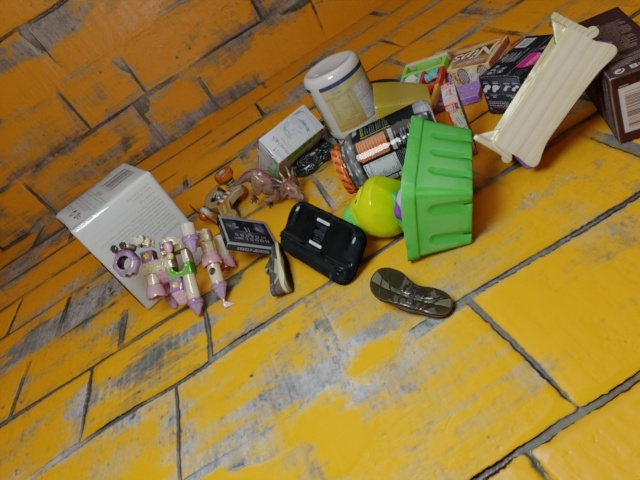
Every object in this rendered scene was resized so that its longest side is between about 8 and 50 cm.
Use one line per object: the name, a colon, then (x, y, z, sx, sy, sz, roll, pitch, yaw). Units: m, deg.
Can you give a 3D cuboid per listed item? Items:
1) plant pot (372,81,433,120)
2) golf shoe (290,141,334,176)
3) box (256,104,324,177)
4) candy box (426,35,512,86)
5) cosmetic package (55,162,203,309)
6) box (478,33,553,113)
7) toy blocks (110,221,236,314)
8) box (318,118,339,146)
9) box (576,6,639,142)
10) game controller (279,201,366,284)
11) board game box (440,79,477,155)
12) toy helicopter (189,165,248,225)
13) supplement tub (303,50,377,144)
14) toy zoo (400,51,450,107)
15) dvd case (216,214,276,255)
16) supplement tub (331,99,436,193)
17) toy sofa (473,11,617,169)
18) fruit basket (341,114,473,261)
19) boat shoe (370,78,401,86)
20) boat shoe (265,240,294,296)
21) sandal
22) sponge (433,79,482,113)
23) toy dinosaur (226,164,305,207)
plant pot: (0.295, -0.431, 1.705, 0.187, 0.212, 0.212, -9, 37, 11)
golf shoe: (-0.029, -0.319, 1.961, 0.198, 0.077, 0.094, -30, 10, 8)
box: (-0.127, -0.373, 1.934, 0.231, 0.127, 0.262, -42, -3, -14)
candy box: (0.552, -0.674, 1.891, 0.316, 0.088, 0.183, 8, 52, 46)
cosmetic package: (-0.689, -0.026, 1.828, 0.327, 0.394, 0.329, -45, 34, -19)
box: (0.656, -0.523, 1.552, 0.247, 0.142, 0.163, -41, 32, -14)
toy blocks: (-0.442, 0.122, 1.561, 0.288, 0.309, 0.260, -19, 76, 8)
box: (0.037, -0.473, 2.118, 0.190, 0.045, 0.184, 1, 48, 41)
box: (0.785, -0.443, 1.288, 0.143, 0.191, 0.382, -19, 36, 22)
game controller: (0.000, 0.000, 1.413, 0.319, 0.067, 0.167, 29, 94, 43)
board game box: (0.425, -0.371, 1.500, 0.045, 0.194, 0.147, -18, 34, 22)
toy helicopter: (-0.402, -0.136, 1.973, 0.234, 0.140, 0.355, -35, 35, 2)
supplement tub: (0.100, -0.534, 1.887, 0.228, 0.316, 0.228, -23, 34, 16)
toy zoo: (0.373, -0.575, 1.867, 0.192, 0.030, 0.294, -2, 61, 44)
dvd case: (-0.251, -0.019, 1.672, 0.239, 0.179, 0.030, -127, 50, -58)
supplement tub: (0.217, -0.286, 1.558, 0.337, 0.207, 0.207, -22, 34, 17)
toy sofa: (0.571, -0.373, 1.267, 0.363, 0.177, 0.150, -62, -13, 23)
fruit basket: (0.223, -0.132, 1.326, 0.391, 0.283, 0.392, -8, 41, 7)
boat shoe: (0.209, -0.639, 2.155, 0.320, 0.103, 0.118, -4, 23, 30)
boat shoe: (-0.135, 0.084, 1.493, 0.073, 0.080, 0.224, -25, 37, 4)
sandal: (0.211, 0.131, 1.155, 0.219, 0.060, 0.090, 17, 62, 34)
sponge: (0.489, -0.526, 1.803, 0.210, 0.031, 0.117, -8, 40, 35)
toy dinosaur: (-0.193, -0.214, 1.813, 0.200, 0.295, 0.127, 125, 159, -71)
